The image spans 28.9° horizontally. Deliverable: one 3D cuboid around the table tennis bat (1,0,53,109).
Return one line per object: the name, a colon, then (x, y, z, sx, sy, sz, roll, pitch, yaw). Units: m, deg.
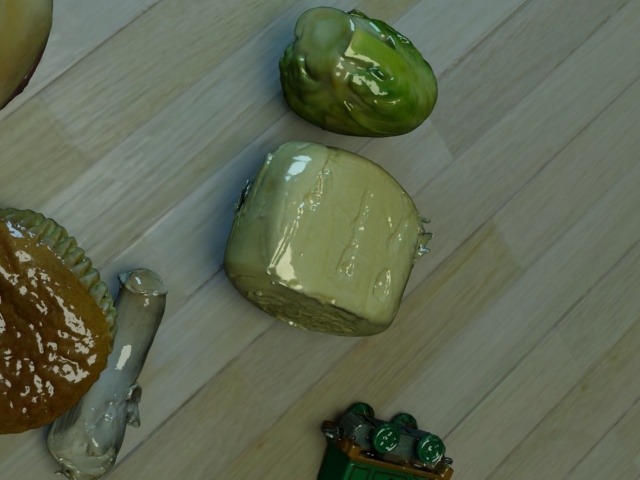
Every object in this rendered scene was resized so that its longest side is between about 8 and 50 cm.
table tennis bat: (-0.444, -0.224, 1.416, 0.268, 0.051, 0.415, 4, 92, -27)

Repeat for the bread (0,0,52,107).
bread: (-0.460, -0.263, 1.231, 0.348, 0.253, 0.376, -27, 105, -5)

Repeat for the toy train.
toy train: (0.087, 0.314, 1.759, 0.227, 0.091, 0.136, 21, 96, -31)

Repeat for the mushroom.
mushroom: (-0.261, 0.166, 1.539, 0.096, 0.099, 0.278, 51, 59, -71)

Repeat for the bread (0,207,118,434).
bread: (-0.357, 0.087, 1.413, 0.227, 0.142, 0.253, -35, 100, 0)

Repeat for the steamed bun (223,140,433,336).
steamed bun: (0.000, 0.000, 1.632, 0.273, 0.166, 0.232, 23, 72, -35)

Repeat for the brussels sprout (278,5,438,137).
brussels sprout: (0.049, -0.209, 1.610, 0.223, 0.223, 0.161, 24, 99, -30)
